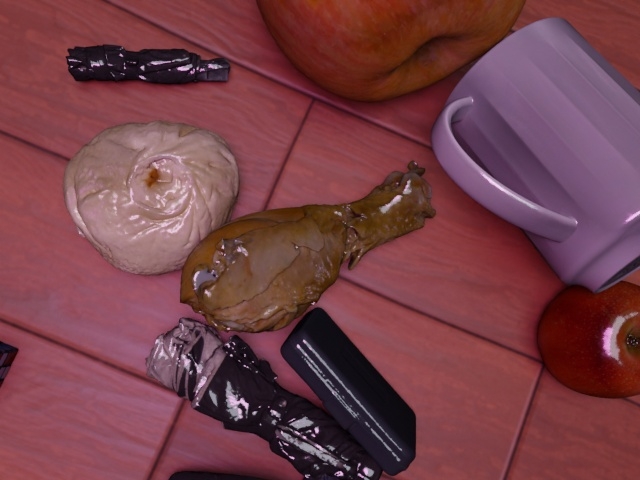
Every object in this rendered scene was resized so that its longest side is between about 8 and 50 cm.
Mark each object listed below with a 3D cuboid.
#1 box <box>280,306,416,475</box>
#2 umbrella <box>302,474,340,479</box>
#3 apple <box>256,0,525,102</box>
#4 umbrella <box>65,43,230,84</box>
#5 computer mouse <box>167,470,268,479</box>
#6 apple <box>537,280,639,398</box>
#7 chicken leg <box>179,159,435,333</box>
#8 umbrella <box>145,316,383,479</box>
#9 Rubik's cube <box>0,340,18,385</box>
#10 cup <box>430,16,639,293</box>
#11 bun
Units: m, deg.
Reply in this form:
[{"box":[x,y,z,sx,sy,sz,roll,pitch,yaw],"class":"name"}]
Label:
[{"box":[0.045,0.203,0.889,0.050,0.160,0.230,-41,90,12],"class":"box"},{"box":[-0.059,0.402,0.895,0.224,0.080,0.071,-29,122,-7],"class":"umbrella"},{"box":[0.093,-0.384,0.859,0.392,0.391,0.346,-25,85,-10],"class":"apple"},{"box":[-0.254,-0.264,0.956,0.236,0.059,0.066,-2,41,-12],"class":"umbrella"},{"box":[-0.124,0.375,0.847,0.217,0.073,0.121,-2,64,15],"class":"computer mouse"},{"box":[0.422,0.146,0.943,0.181,0.168,0.180,0,89,-7],"class":"apple"},{"box":[0.000,0.000,0.904,0.430,0.201,0.153,-26,43,-21],"class":"chicken leg"},{"box":[-0.070,0.227,0.870,0.358,0.106,0.113,32,72,5],"class":"umbrella"},{"box":[-0.479,0.171,0.848,0.092,0.092,0.092,25,80,-5],"class":"Rubik's cube"},{"box":[0.322,-0.102,0.864,0.323,0.236,0.326,-18,65,-31],"class":"cup"},{"box":[-0.240,-0.074,0.888,0.244,0.153,0.243,1,78,-6],"class":"bun"}]
